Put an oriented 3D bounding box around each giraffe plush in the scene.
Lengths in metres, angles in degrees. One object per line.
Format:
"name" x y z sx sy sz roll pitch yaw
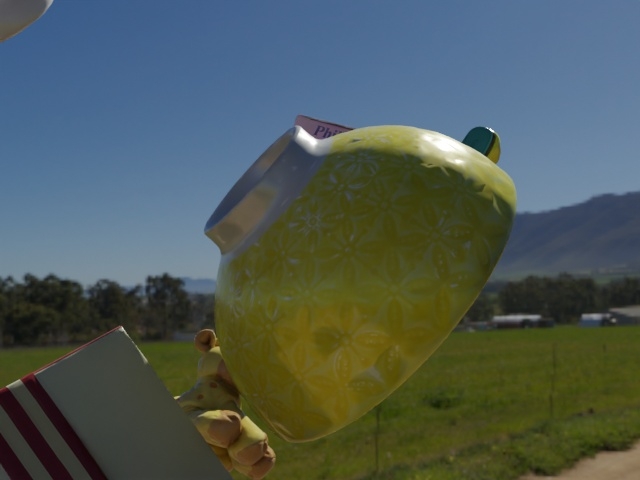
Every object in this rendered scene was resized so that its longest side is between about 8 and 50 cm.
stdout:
"giraffe plush" -0.147 0.237 1.187 0.210 0.170 0.181 12 -34 24

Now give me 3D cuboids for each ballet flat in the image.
"ballet flat" 0.206 -0.072 1.211 0.077 0.231 0.077 31 -12 35

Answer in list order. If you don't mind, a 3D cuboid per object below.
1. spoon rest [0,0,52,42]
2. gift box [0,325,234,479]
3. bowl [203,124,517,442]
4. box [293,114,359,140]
"spoon rest" -0.366 -0.239 0.749 0.276 0.137 0.084 26 -31 26
"gift box" -0.183 0.249 0.646 0.276 0.258 0.255 -30 -16 -34
"bowl" 0.000 0.000 0.641 0.156 0.289 0.289 42 -18 -14
"box" 0.095 -0.044 0.930 0.213 0.117 0.243 19 2 23
